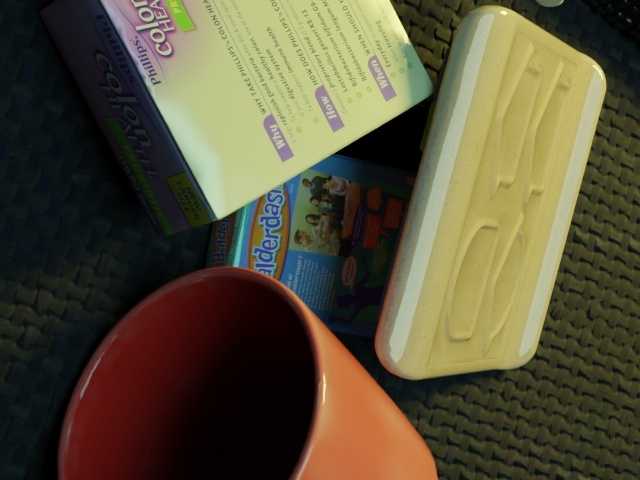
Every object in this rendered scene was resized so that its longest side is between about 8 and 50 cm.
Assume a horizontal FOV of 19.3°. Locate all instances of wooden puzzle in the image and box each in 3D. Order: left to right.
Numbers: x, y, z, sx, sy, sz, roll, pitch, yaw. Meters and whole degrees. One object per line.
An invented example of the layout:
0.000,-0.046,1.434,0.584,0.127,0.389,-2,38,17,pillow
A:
0.145,-0.038,1.723,0.348,0.080,0.322,8,97,-66,wooden puzzle

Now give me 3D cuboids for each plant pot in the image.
-0.043,0.193,1.581,0.243,0.275,0.275,38,75,-45,plant pot

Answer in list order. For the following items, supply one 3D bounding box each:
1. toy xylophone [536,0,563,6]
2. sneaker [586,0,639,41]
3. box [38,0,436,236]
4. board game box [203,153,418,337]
0.204,-0.363,1.695,0.236,0.081,0.323,48,43,-49,toy xylophone
0.359,-0.262,1.900,0.283,0.107,0.124,37,61,-38,sneaker
-0.066,-0.155,1.555,0.243,0.117,0.213,-32,99,-29,box
0.000,0.000,1.698,0.210,0.047,0.160,12,90,-37,board game box
